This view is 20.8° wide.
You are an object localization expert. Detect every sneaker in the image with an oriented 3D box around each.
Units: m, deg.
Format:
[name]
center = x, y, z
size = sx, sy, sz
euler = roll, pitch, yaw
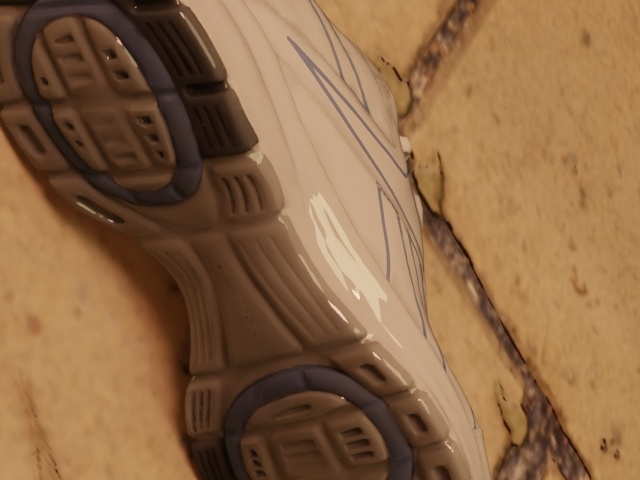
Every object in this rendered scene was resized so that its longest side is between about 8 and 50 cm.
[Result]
[sneaker]
center = 0.000, 0.000, 0.619
size = 0.129, 0.111, 0.297
euler = -53, 126, -48
